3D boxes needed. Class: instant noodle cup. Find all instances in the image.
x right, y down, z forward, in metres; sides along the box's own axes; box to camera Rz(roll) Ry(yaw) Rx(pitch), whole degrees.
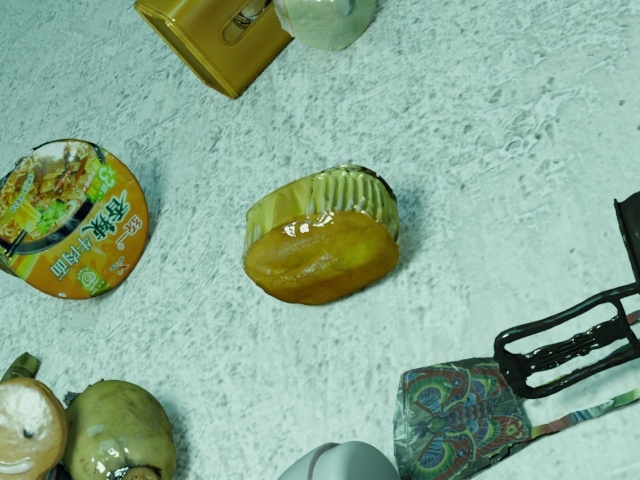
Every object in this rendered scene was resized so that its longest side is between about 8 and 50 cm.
[{"bbox_3d":[-0.395,-0.028,1.596,0.182,0.230,0.230,-2,52,57],"label":"instant noodle cup"}]

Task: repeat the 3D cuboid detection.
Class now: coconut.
[{"bbox_3d":[0.005,-0.357,1.585,0.147,0.147,0.153,-44,34,0],"label":"coconut"}]

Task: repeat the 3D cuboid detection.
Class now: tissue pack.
[{"bbox_3d":[-0.124,-0.393,1.706,0.274,0.194,0.145,-49,35,-5],"label":"tissue pack"}]

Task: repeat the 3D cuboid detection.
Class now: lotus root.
[{"bbox_3d":[-0.242,0.223,1.249,0.221,0.125,0.118,47,117,50],"label":"lotus root"}]

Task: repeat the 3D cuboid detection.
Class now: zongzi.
[{"bbox_3d":[-0.445,0.206,1.553,0.083,0.040,0.076,-38,24,40],"label":"zongzi"}]

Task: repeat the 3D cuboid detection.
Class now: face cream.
[{"bbox_3d":[0.014,0.245,0.976,0.104,0.117,0.117,-32,36,30],"label":"face cream"}]

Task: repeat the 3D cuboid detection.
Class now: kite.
[{"bbox_3d":[0.190,0.144,0.995,0.285,0.015,0.152,-25,41,26],"label":"kite"}]

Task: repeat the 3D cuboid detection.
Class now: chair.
[{"bbox_3d":[0.257,0.041,0.923,0.229,0.106,0.113,-19,41,17],"label":"chair"}]

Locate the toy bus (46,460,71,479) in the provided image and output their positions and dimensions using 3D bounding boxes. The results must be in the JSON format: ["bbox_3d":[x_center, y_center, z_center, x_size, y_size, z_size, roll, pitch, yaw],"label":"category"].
[{"bbox_3d":[-0.462,0.318,1.334,0.232,0.194,0.288,-7,49,58],"label":"toy bus"}]

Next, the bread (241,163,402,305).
[{"bbox_3d":[0.000,0.000,1.230,0.190,0.132,0.114,-27,39,27],"label":"bread"}]

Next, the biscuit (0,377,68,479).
[{"bbox_3d":[-0.361,0.307,1.169,0.205,0.049,0.324,18,87,10],"label":"biscuit"}]
